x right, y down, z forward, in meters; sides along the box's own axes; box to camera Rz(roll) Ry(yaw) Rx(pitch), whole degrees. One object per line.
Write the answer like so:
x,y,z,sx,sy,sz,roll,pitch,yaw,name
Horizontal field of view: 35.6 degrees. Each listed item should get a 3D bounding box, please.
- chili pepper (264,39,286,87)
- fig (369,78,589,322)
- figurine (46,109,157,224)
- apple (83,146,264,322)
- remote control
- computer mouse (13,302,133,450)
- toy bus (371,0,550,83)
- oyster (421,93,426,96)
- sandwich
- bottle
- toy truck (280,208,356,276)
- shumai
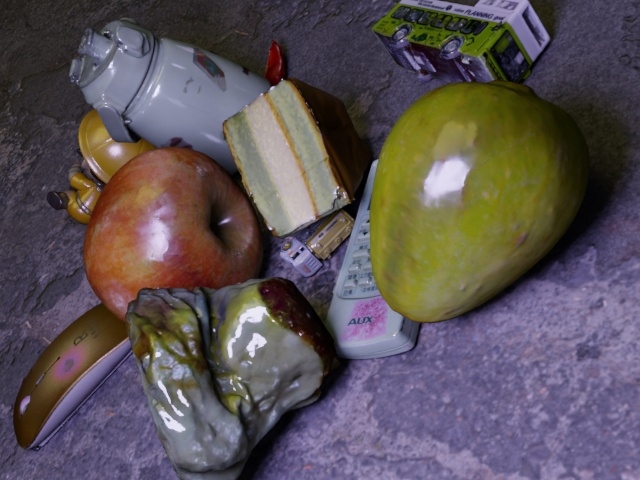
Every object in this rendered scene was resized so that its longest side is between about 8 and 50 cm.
-0.095,-0.295,1.920,0.059,0.050,0.268,110,171,-49,chili pepper
0.183,-0.046,1.257,0.258,0.258,0.326,37,100,53,fig
-0.415,-0.143,1.994,0.167,0.192,0.257,44,115,28,figurine
-0.242,0.011,1.578,0.301,0.301,0.301,-26,41,25,apple
0.102,0.013,1.439,0.145,0.050,0.344,-11,48,37,remote control
-0.433,0.225,1.741,0.310,0.072,0.158,-46,35,1,computer mouse
0.215,-0.323,1.598,0.139,0.113,0.302,-48,35,-8,toy bus
0.222,-0.176,1.490,0.200,0.061,0.106,-1,56,43,oyster
-0.012,-0.111,1.571,0.155,0.198,0.227,-30,69,23,sandwich
-0.285,-0.263,1.793,0.229,0.352,0.229,-37,42,42,bottle
0.000,0.000,1.547,0.123,0.052,0.063,-45,43,-2,toy truck
-0.110,0.177,1.378,0.263,0.304,0.309,-21,67,-6,shumai
